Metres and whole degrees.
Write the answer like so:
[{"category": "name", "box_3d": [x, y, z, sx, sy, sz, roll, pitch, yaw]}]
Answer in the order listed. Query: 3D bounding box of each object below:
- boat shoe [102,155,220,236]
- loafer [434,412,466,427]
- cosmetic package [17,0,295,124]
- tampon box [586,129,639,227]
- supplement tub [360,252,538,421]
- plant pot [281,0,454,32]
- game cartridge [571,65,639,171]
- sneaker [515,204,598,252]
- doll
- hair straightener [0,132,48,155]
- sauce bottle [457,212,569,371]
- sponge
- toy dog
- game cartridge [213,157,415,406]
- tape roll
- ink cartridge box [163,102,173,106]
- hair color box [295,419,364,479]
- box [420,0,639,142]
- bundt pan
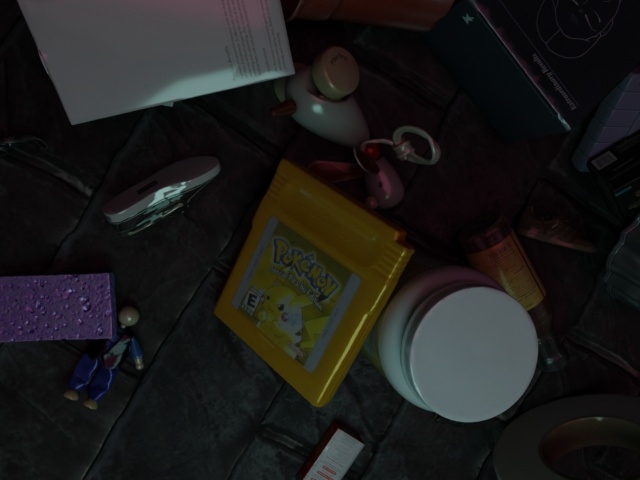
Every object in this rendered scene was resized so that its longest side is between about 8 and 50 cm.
[{"category": "boat shoe", "box_3d": [-0.276, -0.081, 0.934, 0.219, 0.077, 0.070, -28, 134, -11]}, {"category": "loafer", "box_3d": [0.276, 0.307, 1.077, 0.061, 0.062, 0.169, 3, 93, -7]}, {"category": "cosmetic package", "box_3d": [-0.242, -0.331, 0.829, 0.366, 0.155, 0.196, -12, 117, -3]}, {"category": "tampon box", "box_3d": [0.640, -0.115, 1.043, 0.120, 0.101, 0.161, -34, 130, 19]}, {"category": "supplement tub", "box_3d": [0.193, 0.152, 0.908, 0.241, 0.331, 0.240, -1, 95, -11]}, {"category": "plant pot", "box_3d": [0.088, -0.486, 0.882, 0.265, 0.272, 0.272, 5, 94, -20]}, {"category": "game cartridge", "box_3d": [0.724, -0.234, 1.059, 0.355, 0.068, 0.230, -1, 129, -11]}, {"category": "sneaker", "box_3d": [0.506, -0.022, 1.089, 0.189, 0.066, 0.071, 13, 91, -12]}, {"category": "doll", "box_3d": [-0.384, 0.207, 0.945, 0.129, 0.046, 0.188, 27, 83, -3]}, {"category": "hair straightener", "box_3d": [-0.579, -0.141, 0.857, 0.231, 0.089, 0.047, -9, 114, -13]}, {"category": "sauce bottle", "box_3d": [0.402, 0.113, 1.058, 0.111, 0.111, 0.344, -32, 99, -7]}, {"category": "sponge", "box_3d": [-0.469, 0.117, 0.909, 0.210, 0.031, 0.117, -2, 91, -2]}, {"category": "toy dog", "box_3d": [0.027, -0.179, 0.926, 0.334, 0.220, 0.161, 45, 63, -2]}, {"category": "game cartridge", "box_3d": [-0.027, 0.065, 0.874, 0.285, 0.053, 0.323, 35, 110, 29]}, {"category": "tape roll", "box_3d": [0.525, 0.417, 0.968, 0.392, 0.392, 0.071, -19, 98, -9]}, {"category": "ink cartridge box", "box_3d": [-0.320, -0.344, 0.922, 0.146, 0.045, 0.179, 9, 111, -12]}, {"category": "hair color box", "box_3d": [0.019, 0.446, 1.047, 0.072, 0.043, 0.141, 36, 86, -12]}, {"category": "box", "box_3d": [0.449, -0.428, 0.969, 0.395, 0.212, 0.293, -43, 101, -6]}, {"category": "bundt pan", "box_3d": [0.752, 0.034, 1.039, 0.331, 0.124, 0.330, -12, 127, -16]}]
